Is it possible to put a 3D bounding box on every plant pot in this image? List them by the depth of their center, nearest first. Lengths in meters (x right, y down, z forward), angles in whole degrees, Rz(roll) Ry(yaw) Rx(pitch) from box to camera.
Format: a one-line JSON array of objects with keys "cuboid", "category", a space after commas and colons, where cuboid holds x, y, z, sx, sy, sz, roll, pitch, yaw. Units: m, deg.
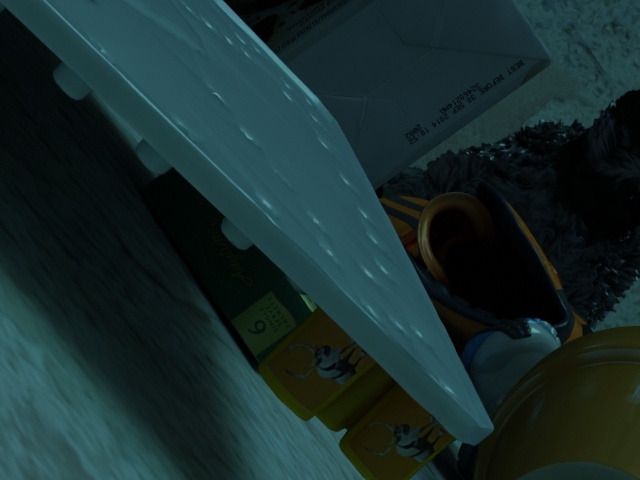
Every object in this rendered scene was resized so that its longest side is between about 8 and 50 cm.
[{"cuboid": [0.175, 0.167, 1.091, 0.205, 0.205, 0.188, 55, 21, 5], "category": "plant pot"}]

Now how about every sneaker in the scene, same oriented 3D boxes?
[{"cuboid": [0.136, 0.133, 1.259, 0.083, 0.071, 0.190, -102, -174, -45], "category": "sneaker"}, {"cuboid": [0.104, 0.011, 1.401, 0.321, 0.124, 0.180, 37, -15, 48], "category": "sneaker"}]

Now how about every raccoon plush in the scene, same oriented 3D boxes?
[{"cuboid": [0.249, -0.028, 1.673, 0.299, 0.446, 0.216, -34, 106, -65], "category": "raccoon plush"}]

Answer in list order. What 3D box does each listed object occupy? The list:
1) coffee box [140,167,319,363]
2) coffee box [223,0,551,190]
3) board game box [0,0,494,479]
[{"cuboid": [-0.025, 0.018, 0.981, 0.113, 0.040, 0.184, 56, 6, 14], "category": "coffee box"}, {"cuboid": [0.021, -0.163, 1.271, 0.119, 0.168, 0.297, 52, 5, -26], "category": "coffee box"}, {"cuboid": [-0.111, -0.109, 0.760, 0.390, 0.050, 0.390, 44, 9, -21], "category": "board game box"}]
